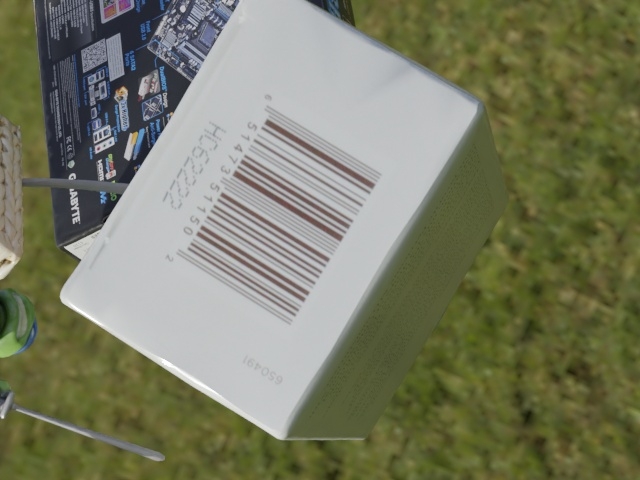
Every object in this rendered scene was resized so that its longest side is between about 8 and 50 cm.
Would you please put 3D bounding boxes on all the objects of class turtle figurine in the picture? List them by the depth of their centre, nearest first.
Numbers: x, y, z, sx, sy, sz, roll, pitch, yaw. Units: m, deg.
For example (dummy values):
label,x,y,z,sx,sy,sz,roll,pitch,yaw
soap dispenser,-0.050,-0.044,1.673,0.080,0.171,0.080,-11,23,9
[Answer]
label,x,y,z,sx,sy,sz,roll,pitch,yaw
turtle figurine,-0.269,0.026,1.417,0.274,0.266,0.198,15,91,43

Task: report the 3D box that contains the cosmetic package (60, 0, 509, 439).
label,x,y,z,sx,sy,sz,roll,pitch,yaw
cosmetic package,0.000,0.000,1.310,0.230,0.161,0.453,-58,-10,-2

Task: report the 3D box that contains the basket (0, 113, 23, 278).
label,x,y,z,sx,sy,sz,roll,pitch,yaw
basket,-0.270,-0.028,1.304,0.113,0.103,0.167,-40,33,21

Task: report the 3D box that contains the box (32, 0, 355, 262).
label,x,y,z,sx,sy,sz,roll,pitch,yaw
box,-0.109,-0.154,1.700,0.293,0.073,0.295,-24,54,19
